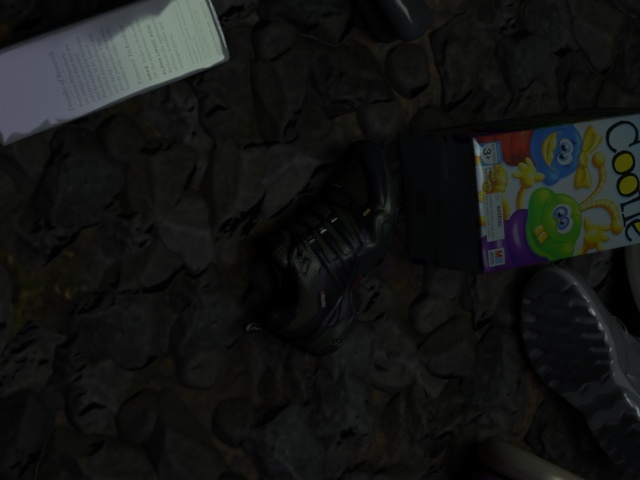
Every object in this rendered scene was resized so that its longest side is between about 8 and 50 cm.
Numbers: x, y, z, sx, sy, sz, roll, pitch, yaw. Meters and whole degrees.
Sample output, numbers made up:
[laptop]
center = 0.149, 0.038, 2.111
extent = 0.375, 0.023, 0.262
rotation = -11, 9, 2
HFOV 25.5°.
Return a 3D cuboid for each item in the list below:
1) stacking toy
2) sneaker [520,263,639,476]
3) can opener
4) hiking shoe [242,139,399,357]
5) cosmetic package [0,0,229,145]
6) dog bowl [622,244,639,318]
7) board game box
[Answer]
[stacking toy]
center = 0.173, 0.387, 1.532
extent = 0.141, 0.141, 0.330
rotation = 28, 85, -28
[sneaker]
center = 0.321, 0.136, 1.625
extent = 0.281, 0.105, 0.115
rotation = 58, 38, -18
[can opener]
center = 0.034, -0.329, 1.417
extent = 0.093, 0.074, 0.280
rotation = -37, 111, -22
[hiking shoe]
center = 0.000, 0.000, 1.420
extent = 0.114, 0.086, 0.226
rotation = 19, 86, -32
[cosmetic package]
center = -0.211, -0.159, 1.272
extent = 0.231, 0.117, 0.085
rotation = -26, 105, -24
[dog bowl]
center = 0.550, -0.006, 1.568
extent = 0.150, 0.408, 0.408
rotation = 14, 87, -47
[board game box]
center = 0.242, -0.060, 1.518
extent = 0.275, 0.142, 0.144
rotation = -10, 100, -28
